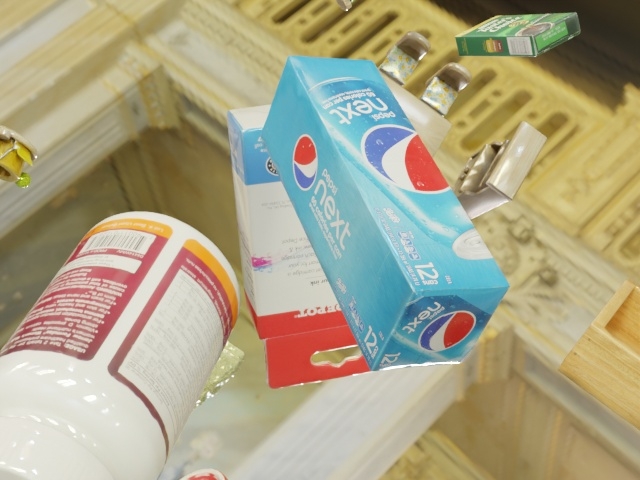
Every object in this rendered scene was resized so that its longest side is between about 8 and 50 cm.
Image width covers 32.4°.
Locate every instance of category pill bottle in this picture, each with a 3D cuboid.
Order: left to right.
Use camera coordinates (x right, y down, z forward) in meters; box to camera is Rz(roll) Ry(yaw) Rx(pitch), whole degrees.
[{"bbox_3d":[-0.138,0.090,0.678,0.121,0.221,0.121,10,-51,12],"label":"pill bottle"}]

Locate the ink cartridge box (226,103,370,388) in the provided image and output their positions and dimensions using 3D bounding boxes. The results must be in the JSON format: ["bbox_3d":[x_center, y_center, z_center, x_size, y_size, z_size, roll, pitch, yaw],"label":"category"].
[{"bbox_3d":[0.000,0.000,0.939,0.078,0.134,0.231,-127,-149,-66],"label":"ink cartridge box"}]

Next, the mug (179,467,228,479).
[{"bbox_3d":[-0.095,0.354,1.267,0.150,0.113,0.169,-1,-51,44],"label":"mug"}]

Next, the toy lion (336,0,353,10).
[{"bbox_3d":[0.004,-0.288,1.085,0.100,0.034,0.096,50,-6,15],"label":"toy lion"}]

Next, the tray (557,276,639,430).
[{"bbox_3d":[0.466,0.212,1.191,0.411,0.203,0.076,38,-64,14],"label":"tray"}]

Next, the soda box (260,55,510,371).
[{"bbox_3d":[0.032,-0.023,0.681,0.210,0.067,0.071,64,-36,38],"label":"soda box"}]

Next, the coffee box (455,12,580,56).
[{"bbox_3d":[0.326,-0.343,1.836,0.184,0.113,0.040,14,-53,54],"label":"coffee box"}]

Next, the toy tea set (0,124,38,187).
[{"bbox_3d":[-0.497,-0.132,1.269,0.200,0.124,0.336,7,-24,34],"label":"toy tea set"}]

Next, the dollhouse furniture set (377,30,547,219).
[{"bbox_3d":[0.160,-0.149,1.526,0.242,0.212,0.161,35,-19,-9],"label":"dollhouse furniture set"}]

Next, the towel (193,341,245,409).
[{"bbox_3d":[-0.140,0.104,0.832,0.110,0.148,0.027,36,-33,26],"label":"towel"}]
